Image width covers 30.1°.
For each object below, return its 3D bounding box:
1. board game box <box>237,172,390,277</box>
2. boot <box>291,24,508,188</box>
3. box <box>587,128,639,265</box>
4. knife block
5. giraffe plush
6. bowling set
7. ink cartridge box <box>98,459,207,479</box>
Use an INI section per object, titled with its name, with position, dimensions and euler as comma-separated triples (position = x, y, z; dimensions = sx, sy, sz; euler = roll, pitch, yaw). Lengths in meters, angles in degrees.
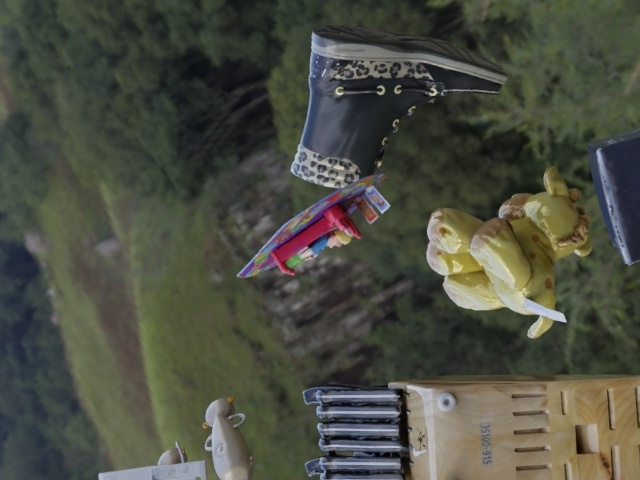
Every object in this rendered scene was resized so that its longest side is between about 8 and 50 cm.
[board game box]
position = 0.000, 0.000, 1.102
dimensions = 0.033, 0.133, 0.169
euler = 56, 140, 10
[boot]
position = 0.086, -0.145, 1.376
dimensions = 0.085, 0.236, 0.179
euler = -120, 40, -61
[box]
position = 0.354, -0.061, 1.067
dimensions = 0.153, 0.207, 0.108
euler = -37, -69, -79
[knife block]
position = 0.128, 0.156, 0.994
dimensions = 0.242, 0.275, 0.088
euler = 159, 109, -81
[giraffe plush]
position = 0.260, -0.001, 1.511
dimensions = 0.210, 0.170, 0.181
euler = 28, 153, 24
[bowling set]
position = -0.163, 0.395, 1.769
dimensions = 0.200, 0.287, 0.154
euler = 41, -166, -33
[ink cartridge box]
position = -0.173, 0.270, 1.250
dimensions = 0.029, 0.115, 0.063
euler = 80, -178, -67
